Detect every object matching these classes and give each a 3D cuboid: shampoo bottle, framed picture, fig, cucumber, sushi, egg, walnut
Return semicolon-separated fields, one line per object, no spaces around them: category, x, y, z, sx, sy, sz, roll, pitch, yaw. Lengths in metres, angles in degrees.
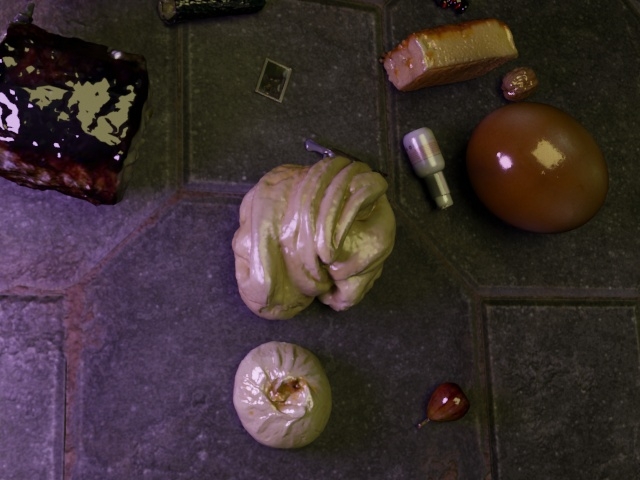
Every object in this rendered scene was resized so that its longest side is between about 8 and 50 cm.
shampoo bottle;0.257;-0.166;1.842;0.074;0.074;0.192;-23;90;-25
framed picture;-0.104;-0.357;1.769;0.066;0.007;0.089;22;72;-17
fig;0.265;0.371;1.745;0.125;0.089;0.089;-35;94;3
cucumber;-0.226;-0.514;1.718;0.245;0.067;0.067;-14;85;-23
sushi;-0.463;-0.227;1.439;0.294;0.299;0.281;18;58;-16
egg;0.499;-0.164;1.827;0.351;0.282;0.282;29;70;-18
walnut;0.500;-0.392;1.987;0.096;0.082;0.079;-28;122;-19

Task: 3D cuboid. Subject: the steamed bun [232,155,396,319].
steamed bun;0.003;-0.005;1.610;0.372;0.230;0.324;-8;99;-27

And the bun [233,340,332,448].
bun;-0.068;0.309;1.585;0.222;0.127;0.222;4;81;-23

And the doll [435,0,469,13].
doll;0.278;-0.663;1.944;0.249;0.088;0.127;34;69;-17

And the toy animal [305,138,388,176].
toy animal;0.064;-0.168;1.769;0.202;0.070;0.105;12;41;-21

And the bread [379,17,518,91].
bread;0.303;-0.435;1.857;0.275;0.185;0.114;-13;89;-23
